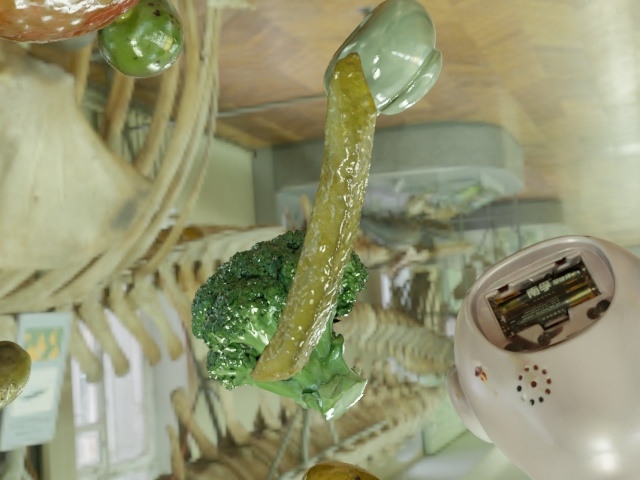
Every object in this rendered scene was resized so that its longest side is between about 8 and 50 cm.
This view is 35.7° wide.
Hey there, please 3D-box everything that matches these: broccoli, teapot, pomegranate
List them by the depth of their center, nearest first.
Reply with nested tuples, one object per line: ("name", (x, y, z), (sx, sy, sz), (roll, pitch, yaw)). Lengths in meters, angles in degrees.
("broccoli", (-0.040, 0.115, 1.339), (0.269, 0.270, 0.270), (-28, 150, -18))
("pomegranate", (-0.278, -0.307, 1.447), (0.159, 0.130, 0.129), (22, 159, -38))
("teapot", (0.105, -0.288, 1.617), (0.220, 0.149, 0.318), (-45, -171, 15))

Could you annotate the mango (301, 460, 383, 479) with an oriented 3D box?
("mango", (0.067, 0.390, 1.255), (0.108, 0.262, 0.157), (-19, -169, 38))

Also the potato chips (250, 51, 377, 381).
("potato chips", (0.000, 0.000, 1.087), (0.080, 0.407, 0.057), (29, -154, 30))

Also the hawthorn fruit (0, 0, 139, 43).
("hawthorn fruit", (-0.179, -0.269, 0.531), (0.275, 0.275, 0.300), (-3, 131, -13))

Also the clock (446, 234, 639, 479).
("clock", (0.360, 0.184, 1.376), (0.368, 0.377, 0.250), (-26, 136, 9))

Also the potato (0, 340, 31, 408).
("potato", (-0.444, 0.186, 1.331), (0.091, 0.070, 0.138), (15, -158, 13))
